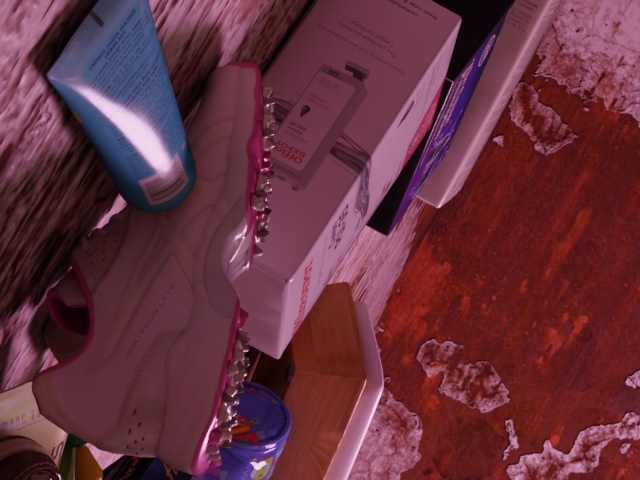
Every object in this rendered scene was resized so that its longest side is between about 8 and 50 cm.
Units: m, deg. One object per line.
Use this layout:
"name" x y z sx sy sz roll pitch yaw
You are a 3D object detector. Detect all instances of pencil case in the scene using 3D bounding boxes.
"pencil case" -0.136 0.299 1.762 0.119 0.133 0.306 -15 138 -44

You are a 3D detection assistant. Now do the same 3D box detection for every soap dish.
"soap dish" -0.027 0.220 1.877 0.229 0.118 0.291 -100 -151 -61

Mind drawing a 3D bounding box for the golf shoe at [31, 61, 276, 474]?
"golf shoe" -0.104 0.001 0.996 0.115 0.140 0.306 94 4 -57

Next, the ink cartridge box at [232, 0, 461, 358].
"ink cartridge box" -0.008 -0.064 1.273 0.283 0.117 0.207 -57 172 -21

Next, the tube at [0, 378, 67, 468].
"tube" -0.221 0.178 1.047 0.070 0.062 0.240 -81 -171 -52

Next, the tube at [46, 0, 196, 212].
"tube" -0.111 -0.078 0.868 0.080 0.052 0.207 -62 168 -18

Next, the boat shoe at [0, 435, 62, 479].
"boat shoe" -0.236 0.250 0.947 0.257 0.095 0.095 -56 146 -7

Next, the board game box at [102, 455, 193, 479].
"board game box" -0.196 0.255 1.234 0.165 0.042 0.243 -37 -171 28

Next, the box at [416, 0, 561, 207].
"box" 0.184 -0.210 1.910 0.311 0.121 0.148 -63 171 17

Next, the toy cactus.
"toy cactus" -0.150 0.095 1.097 0.219 0.112 0.180 -51 161 -6

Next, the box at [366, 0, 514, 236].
"box" 0.108 -0.160 1.715 0.184 0.103 0.261 -56 171 -41
